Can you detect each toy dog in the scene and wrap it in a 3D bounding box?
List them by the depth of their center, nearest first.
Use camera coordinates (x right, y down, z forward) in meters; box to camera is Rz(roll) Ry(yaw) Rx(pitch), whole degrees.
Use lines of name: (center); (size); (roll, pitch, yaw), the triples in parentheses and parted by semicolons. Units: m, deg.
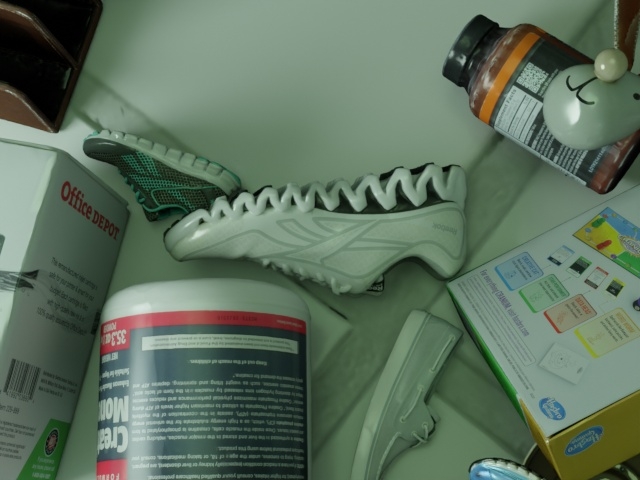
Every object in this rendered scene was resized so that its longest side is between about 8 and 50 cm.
toy dog: (0.352, -0.179, 1.060); (0.220, 0.161, 0.333); (32, 48, 16)

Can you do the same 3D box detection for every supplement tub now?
supplement tub: (-0.102, 0.180, 1.088); (0.191, 0.191, 0.272); (-2, 77, 7)
supplement tub: (0.215, -0.136, 1.164); (0.198, 0.106, 0.106); (35, 84, 13)

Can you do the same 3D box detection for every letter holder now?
letter holder: (-0.403, -0.242, 1.211); (0.302, 0.214, 0.152); (16, 80, 10)

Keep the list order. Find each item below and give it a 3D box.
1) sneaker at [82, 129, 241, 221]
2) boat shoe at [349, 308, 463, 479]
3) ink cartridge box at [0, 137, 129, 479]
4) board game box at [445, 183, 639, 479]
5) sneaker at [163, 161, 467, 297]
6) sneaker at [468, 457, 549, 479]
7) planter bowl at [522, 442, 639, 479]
sneaker: (-0.166, -0.058, 1.219); (0.166, 0.065, 0.076); (19, 84, 13)
boat shoe: (0.081, 0.156, 1.141); (0.063, 0.066, 0.184); (20, 71, 12)
ink cartridge box: (-0.292, 0.069, 1.129); (0.121, 0.211, 0.289); (11, 78, 11)
board game box: (0.295, 0.048, 1.060); (0.316, 0.064, 0.242); (-27, 33, 1)
sneaker: (0.000, 0.000, 1.156); (0.292, 0.110, 0.118); (-7, 91, -3)
sneaker: (0.182, 0.236, 0.993); (0.162, 0.063, 0.073); (37, 87, 14)
planter bowl: (0.248, 0.232, 1.073); (0.162, 0.109, 0.162); (-1, 78, 7)
